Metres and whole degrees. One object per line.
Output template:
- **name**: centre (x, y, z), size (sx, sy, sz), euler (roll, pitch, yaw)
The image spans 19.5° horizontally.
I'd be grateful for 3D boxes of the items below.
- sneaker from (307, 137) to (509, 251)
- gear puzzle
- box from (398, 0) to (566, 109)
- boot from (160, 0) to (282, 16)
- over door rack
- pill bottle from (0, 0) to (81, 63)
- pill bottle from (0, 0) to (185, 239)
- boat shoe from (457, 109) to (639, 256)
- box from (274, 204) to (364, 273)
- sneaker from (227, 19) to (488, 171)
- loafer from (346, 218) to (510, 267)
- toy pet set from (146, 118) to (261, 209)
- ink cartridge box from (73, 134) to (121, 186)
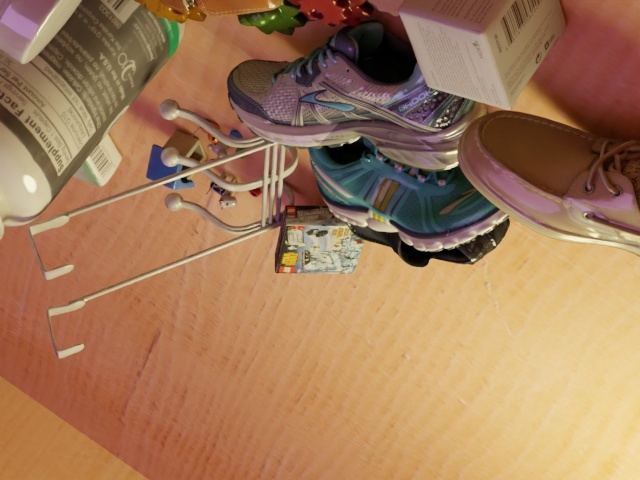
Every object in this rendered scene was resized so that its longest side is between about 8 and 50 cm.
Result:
- **sneaker**: centre (0.086, -0.063, 1.832), size (0.275, 0.107, 0.110), euler (10, 137, 44)
- **gear puzzle**: centre (-0.057, -0.236, 1.663), size (0.339, 0.044, 0.175), euler (-2, 147, 41)
- **box**: centre (0.134, -0.182, 1.529), size (0.087, 0.101, 0.102), euler (20, 152, 32)
- **boot**: centre (-0.077, -0.269, 1.504), size (0.283, 0.109, 0.220), euler (9, 138, 36)
- **over door rack**: centre (-0.173, -0.035, 1.977), size (0.108, 0.324, 0.239), euler (53, 163, 19)
- **pill bottle**: centre (-0.344, -0.293, 1.629), size (0.301, 0.169, 0.169), euler (36, 157, -4)
- **pill bottle**: centre (-0.315, -0.146, 1.875), size (0.204, 0.361, 0.204), euler (30, 156, 15)
- **boat shoe**: centre (0.267, -0.046, 1.614), size (0.302, 0.109, 0.098), euler (26, 150, 7)
- **box**: centre (0.000, 0.000, 2.094), size (0.094, 0.027, 0.137), euler (0, 156, -7)
- **sneaker**: centre (0.028, -0.158, 1.751), size (0.283, 0.110, 0.122), euler (10, 135, 33)
- **loafer**: centre (0.098, -0.012, 1.929), size (0.223, 0.078, 0.076), euler (4, 141, 51)
- **toy pet set**: centre (-0.141, -0.082, 2.136), size (0.114, 0.065, 0.122), euler (23, 153, 27)
- **ink cartridge box**: centre (-0.370, -0.167, 2.305), size (0.225, 0.056, 0.181), euler (17, 150, 33)
